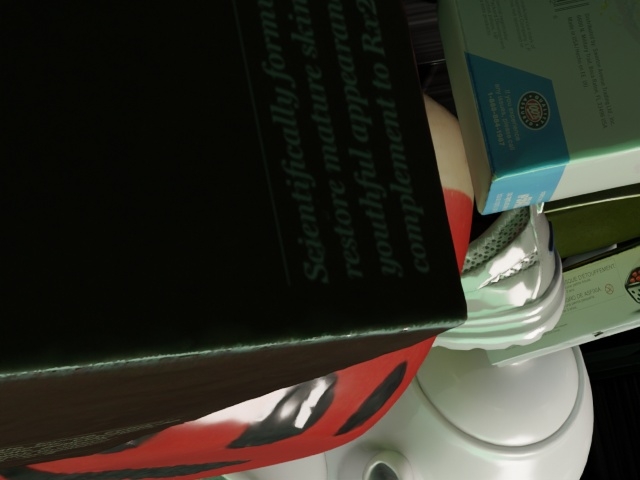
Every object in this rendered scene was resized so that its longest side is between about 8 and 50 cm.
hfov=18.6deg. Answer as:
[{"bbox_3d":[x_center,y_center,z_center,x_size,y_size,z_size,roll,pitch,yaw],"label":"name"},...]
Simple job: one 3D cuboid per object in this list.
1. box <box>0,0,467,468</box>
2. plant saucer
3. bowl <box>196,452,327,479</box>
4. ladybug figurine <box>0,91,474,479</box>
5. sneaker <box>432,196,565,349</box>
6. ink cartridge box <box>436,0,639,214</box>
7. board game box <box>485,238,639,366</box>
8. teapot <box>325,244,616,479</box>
[{"bbox_3d":[-0.100,-0.029,0.501,0.167,0.168,0.203,-4,169,-35],"label":"box"},{"bbox_3d":[0.136,-0.015,1.283,0.241,0.037,0.241,-13,171,-2],"label":"plant saucer"},{"bbox_3d":[-0.111,0.110,1.259,0.298,0.134,0.298,20,153,11],"label":"bowl"},{"bbox_3d":[-0.084,0.024,0.860,0.305,0.161,0.449,-15,170,22],"label":"ladybug figurine"},{"bbox_3d":[0.000,0.000,1.128,0.281,0.105,0.115,-6,134,-1],"label":"sneaker"},{"bbox_3d":[0.124,-0.073,0.752,0.143,0.092,0.090,-11,171,0],"label":"ink cartridge box"},{"bbox_3d":[0.276,0.009,1.395,0.305,0.053,0.193,-18,177,-44],"label":"board game box"},{"bbox_3d":[0.112,0.109,1.473,0.253,0.256,0.187,7,147,-22],"label":"teapot"}]
